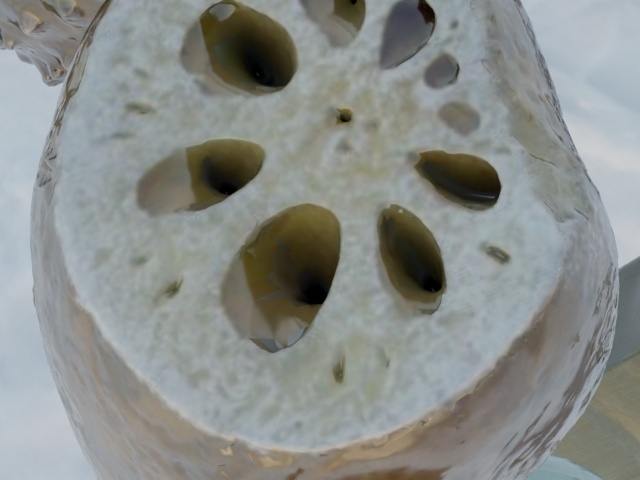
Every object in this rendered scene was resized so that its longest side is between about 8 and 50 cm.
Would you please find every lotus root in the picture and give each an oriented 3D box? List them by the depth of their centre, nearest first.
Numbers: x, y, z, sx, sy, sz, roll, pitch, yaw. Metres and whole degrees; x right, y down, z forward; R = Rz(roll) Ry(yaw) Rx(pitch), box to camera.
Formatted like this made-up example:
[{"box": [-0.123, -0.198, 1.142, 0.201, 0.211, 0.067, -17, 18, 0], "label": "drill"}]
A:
[{"box": [-0.003, 0.001, 0.358, 0.112, 0.081, 0.122, -18, 74, -2], "label": "lotus root"}]

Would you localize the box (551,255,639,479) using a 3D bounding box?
[{"box": [0.289, 0.125, 1.656, 0.155, 0.231, 0.149, 38, 48, -14], "label": "box"}]

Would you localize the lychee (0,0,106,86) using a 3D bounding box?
[{"box": [-0.061, -0.183, 0.708, 0.300, 0.300, 0.300, -1, 98, -7], "label": "lychee"}]

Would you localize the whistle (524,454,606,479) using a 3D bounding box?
[{"box": [0.117, 0.161, 1.024, 0.163, 0.163, 0.290, 3, 113, -8], "label": "whistle"}]
